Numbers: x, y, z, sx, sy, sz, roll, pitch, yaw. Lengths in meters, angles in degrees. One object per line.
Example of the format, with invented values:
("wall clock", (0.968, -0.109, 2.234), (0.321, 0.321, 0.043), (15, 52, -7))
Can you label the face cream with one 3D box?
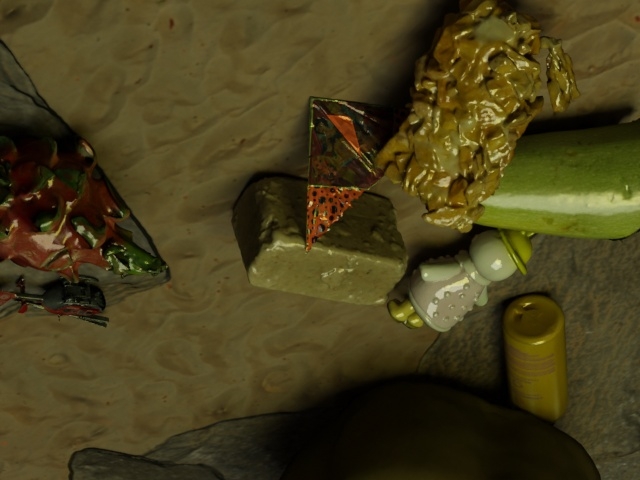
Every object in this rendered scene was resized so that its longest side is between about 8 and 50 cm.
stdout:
("face cream", (0.278, 0.179, 2.079), (0.078, 0.078, 0.273), (-13, 139, 0))

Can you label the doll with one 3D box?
("doll", (0.169, 0.040, 1.893), (0.207, 0.081, 0.129), (-37, 141, 24))

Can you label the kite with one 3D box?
("kite", (0.027, -0.104, 1.706), (0.222, 0.008, 0.125), (-43, 105, -11))

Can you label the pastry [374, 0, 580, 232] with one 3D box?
("pastry", (0.159, -0.133, 1.632), (0.154, 0.102, 0.250), (34, 122, 10))

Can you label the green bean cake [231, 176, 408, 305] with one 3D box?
("green bean cake", (0.000, 0.000, 1.781), (0.179, 0.109, 0.085), (13, 134, -25))

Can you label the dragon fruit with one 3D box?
("dragon fruit", (-0.259, -0.025, 1.669), (0.236, 0.137, 0.135), (15, 147, -26))

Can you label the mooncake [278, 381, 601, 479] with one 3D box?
("mooncake", (0.147, 0.422, 2.070), (0.467, 0.262, 0.467), (4, 114, 9))

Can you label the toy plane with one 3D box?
("toy plane", (-0.301, 0.068, 1.842), (0.145, 0.037, 0.060), (7, 146, -27))

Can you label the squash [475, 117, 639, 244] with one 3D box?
("squash", (0.214, -0.055, 1.774), (0.288, 0.137, 0.137), (-5, 139, 0))
